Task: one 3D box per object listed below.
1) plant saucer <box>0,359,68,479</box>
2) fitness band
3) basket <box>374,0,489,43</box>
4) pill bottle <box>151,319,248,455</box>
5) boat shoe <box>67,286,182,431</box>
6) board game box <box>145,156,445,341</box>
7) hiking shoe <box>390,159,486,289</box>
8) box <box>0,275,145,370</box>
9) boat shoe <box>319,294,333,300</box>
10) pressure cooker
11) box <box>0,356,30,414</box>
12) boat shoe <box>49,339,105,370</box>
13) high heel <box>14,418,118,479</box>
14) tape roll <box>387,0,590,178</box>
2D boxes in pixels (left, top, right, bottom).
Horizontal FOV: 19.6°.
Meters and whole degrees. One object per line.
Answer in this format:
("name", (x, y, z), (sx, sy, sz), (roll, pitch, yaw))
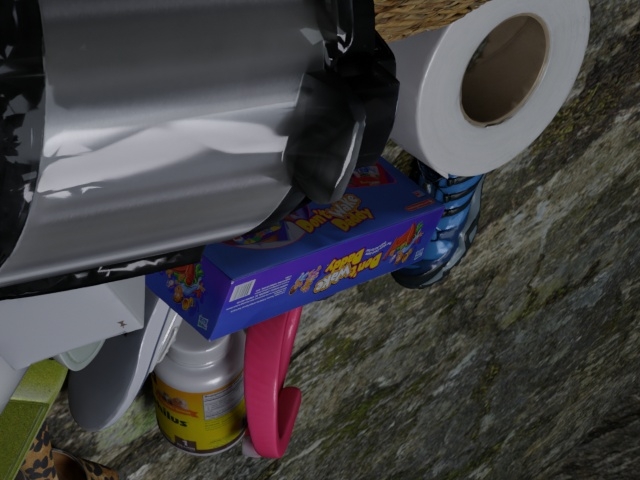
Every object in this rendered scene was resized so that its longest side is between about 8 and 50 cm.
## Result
("plant saucer", (-0.366, 0.198, 1.909), (0.188, 0.045, 0.188), (10, 120, -38))
("fitness band", (-0.055, 0.137, 2.233), (0.291, 0.054, 0.209), (-73, 166, -67))
("basket", (0.046, -0.323, 1.895), (0.213, 0.223, 0.299), (-27, 175, 42))
("pill bottle", (-0.144, 0.158, 2.212), (0.117, 0.117, 0.215), (-38, 152, -25))
("boat shoe", (-0.198, 0.104, 2.077), (0.084, 0.095, 0.258), (-3, 129, -52))
("board game box", (-0.066, -0.036, 1.937), (0.347, 0.233, 0.078), (-19, 140, -48))
("hiking shoe", (0.155, -0.081, 2.416), (0.132, 0.113, 0.304), (15, 105, -51))
("box", (-0.227, 0.005, 1.599), (0.130, 0.170, 0.091), (-19, 136, 16))
("boat shoe", (0.000, 0.000, 2.182), (0.340, 0.158, 0.127), (-11, 135, -53))
("pressure cooker", (-0.158, -0.160, 1.394), (0.420, 0.370, 0.375), (-13, 175, -39))
("box", (-0.437, 0.135, 1.626), (0.294, 0.183, 0.296), (-59, 154, 14))
("boat shoe", (-0.289, 0.025, 1.821), (0.114, 0.091, 0.302), (-55, 156, -30))
("high heel", (-0.290, 0.232, 2.099), (0.261, 0.093, 0.186), (3, 126, -52))
("tape roll", (0.186, -0.220, 2.195), (0.286, 0.100, 0.286), (-28, 137, -30))
